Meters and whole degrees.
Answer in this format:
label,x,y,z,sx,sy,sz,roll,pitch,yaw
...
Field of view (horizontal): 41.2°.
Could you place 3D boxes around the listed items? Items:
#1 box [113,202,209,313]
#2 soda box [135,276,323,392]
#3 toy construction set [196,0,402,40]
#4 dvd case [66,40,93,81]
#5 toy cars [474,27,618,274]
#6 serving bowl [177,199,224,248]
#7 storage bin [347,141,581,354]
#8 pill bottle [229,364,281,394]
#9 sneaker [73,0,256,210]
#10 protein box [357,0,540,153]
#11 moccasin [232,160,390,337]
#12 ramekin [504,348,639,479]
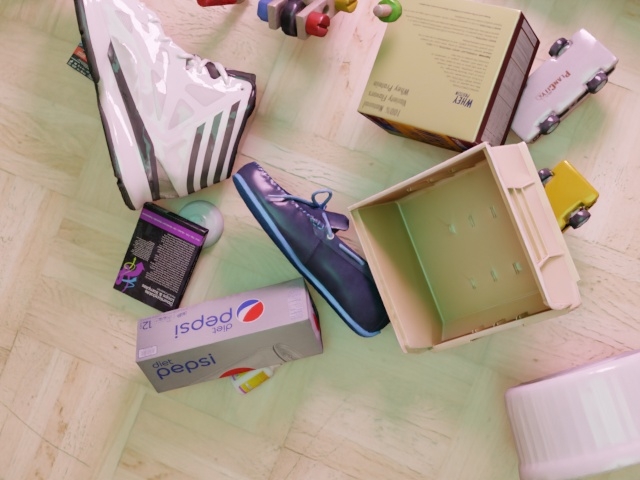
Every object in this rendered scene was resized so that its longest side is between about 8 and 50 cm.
label,x,y,z,sx,sy,sz,roll,pitch,yaw
box,-0.267,0.032,1.422,0.116,0.029,0.162,26,102,8
soda box,-0.146,0.154,1.369,0.286,0.098,0.091,-14,45,6
toy construction set,-0.016,-0.443,1.354,0.309,0.237,0.257,-9,102,28
dvd case,-0.371,-0.331,1.467,0.087,0.013,0.119,33,94,7
toy cars,0.357,-0.133,1.337,0.176,0.087,0.393,8,85,23
serving bowl,-0.206,-0.027,1.431,0.083,0.027,0.083,0,88,6
storage bin,0.213,0.019,1.268,0.262,0.123,0.260,-25,83,40
pill bottle,-0.106,0.216,1.404,0.083,0.043,0.043,-34,85,5
sneaker,-0.246,-0.290,1.395,0.258,0.169,0.447,-14,89,-10
protein box,0.198,-0.251,1.305,0.200,0.136,0.201,20,91,28
moccasin,0.000,0.000,1.368,0.117,0.138,0.342,-41,100,-6
ramekin,0.403,0.247,1.232,0.277,0.277,0.135,-17,78,6
